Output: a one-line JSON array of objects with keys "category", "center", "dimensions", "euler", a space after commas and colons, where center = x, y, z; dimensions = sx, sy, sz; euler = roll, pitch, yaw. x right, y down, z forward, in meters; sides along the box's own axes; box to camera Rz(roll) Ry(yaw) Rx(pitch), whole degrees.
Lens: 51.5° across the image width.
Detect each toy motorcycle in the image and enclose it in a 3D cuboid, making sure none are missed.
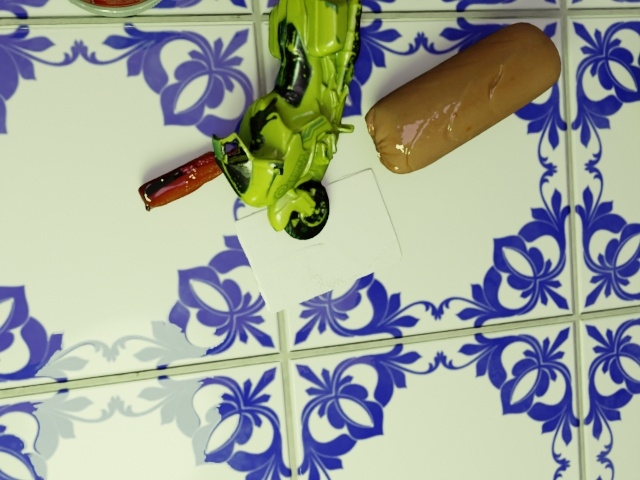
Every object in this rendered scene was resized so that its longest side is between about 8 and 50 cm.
[{"category": "toy motorcycle", "center": [-0.043, -0.177, 0.914], "dimensions": [0.206, 0.142, 0.342], "euler": [11, 91, -52]}]

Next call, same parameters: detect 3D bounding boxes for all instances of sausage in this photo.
[{"category": "sausage", "center": [0.204, -0.208, 0.977], "dimensions": [0.304, 0.121, 0.121], "euler": [-32, 100, -10]}]

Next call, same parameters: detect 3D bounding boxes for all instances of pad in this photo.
[{"category": "pad", "center": [0.000, 0.000, 1.002], "dimensions": [0.232, 0.004, 0.156], "euler": [-22, 99, -11]}]

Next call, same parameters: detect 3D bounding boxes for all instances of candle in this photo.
[{"category": "candle", "center": [-0.182, -0.096, 0.937], "dimensions": [0.162, 0.053, 0.048], "euler": [-30, 56, -15]}]

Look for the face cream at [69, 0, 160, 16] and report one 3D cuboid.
[{"category": "face cream", "center": [-0.265, -0.399, 0.818], "dimensions": [0.201, 0.187, 0.201], "euler": [-1, 94, -13]}]
